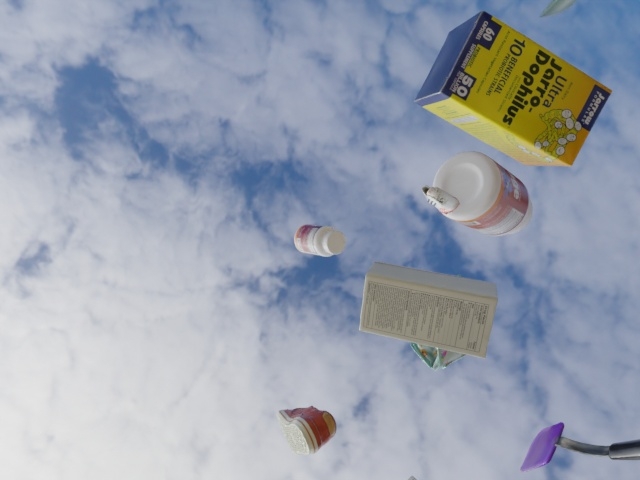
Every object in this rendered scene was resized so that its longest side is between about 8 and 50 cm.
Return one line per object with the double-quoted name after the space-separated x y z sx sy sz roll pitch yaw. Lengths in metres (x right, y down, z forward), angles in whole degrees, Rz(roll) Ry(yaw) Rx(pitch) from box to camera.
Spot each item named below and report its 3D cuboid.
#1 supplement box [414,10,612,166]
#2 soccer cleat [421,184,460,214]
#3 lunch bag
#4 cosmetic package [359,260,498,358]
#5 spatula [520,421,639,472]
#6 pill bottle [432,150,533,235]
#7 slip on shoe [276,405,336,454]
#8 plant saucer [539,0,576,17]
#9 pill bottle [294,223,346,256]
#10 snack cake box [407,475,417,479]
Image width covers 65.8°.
0.440 -0.338 1.162 0.356 0.195 0.194 25 -84 -11 "supplement box"
0.176 -0.063 0.734 0.029 0.083 0.035 -45 -69 3 "soccer cleat"
0.398 0.270 1.619 0.223 0.160 0.262 -13 -100 -36 "lunch bag"
0.262 0.164 1.217 0.309 0.113 0.160 11 -71 14 "cosmetic package"
0.398 0.300 0.718 0.030 0.296 0.084 43 -121 -2 "spatula"
0.305 -0.075 0.901 0.216 0.121 0.121 15 -118 -48 "pill bottle"
-0.041 0.494 1.308 0.101 0.331 0.123 -22 -100 -22 "slip on shoe"
0.549 -0.545 1.043 0.037 0.195 0.195 40 -117 0 "plant saucer"
0.000 0.000 1.375 0.086 0.152 0.086 -4 -83 -35 "pill bottle"
0.223 0.685 1.167 0.152 0.264 0.089 -42 -135 -16 "snack cake box"
